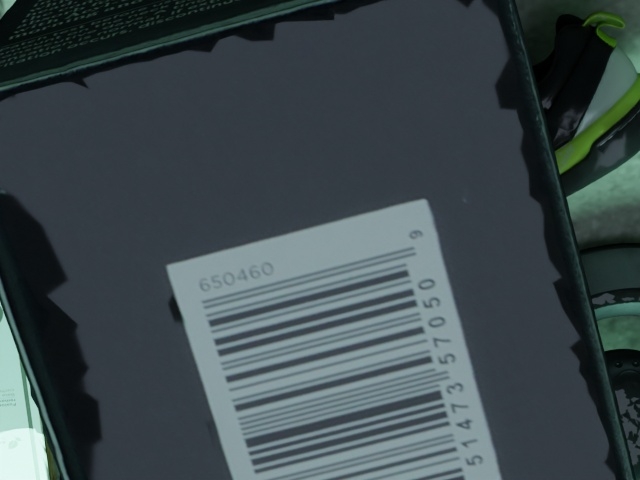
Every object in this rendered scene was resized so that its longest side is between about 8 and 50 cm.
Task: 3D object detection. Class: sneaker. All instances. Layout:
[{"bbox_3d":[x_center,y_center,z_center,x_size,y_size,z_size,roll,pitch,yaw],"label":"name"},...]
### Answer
[{"bbox_3d":[0.082,-0.052,1.137,0.234,0.084,0.097,-33,102,16],"label":"sneaker"}]

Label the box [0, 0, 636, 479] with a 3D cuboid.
[{"bbox_3d":[0.000,0.000,0.899,0.212,0.395,0.294,-15,106,5],"label":"box"}]

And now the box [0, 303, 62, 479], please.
[{"bbox_3d":[-0.248,0.093,1.184,0.169,0.087,0.290,-5,129,-4],"label":"box"}]

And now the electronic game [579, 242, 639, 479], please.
[{"bbox_3d":[0.189,0.112,1.254,0.229,0.048,0.229,-2,106,-6],"label":"electronic game"}]
